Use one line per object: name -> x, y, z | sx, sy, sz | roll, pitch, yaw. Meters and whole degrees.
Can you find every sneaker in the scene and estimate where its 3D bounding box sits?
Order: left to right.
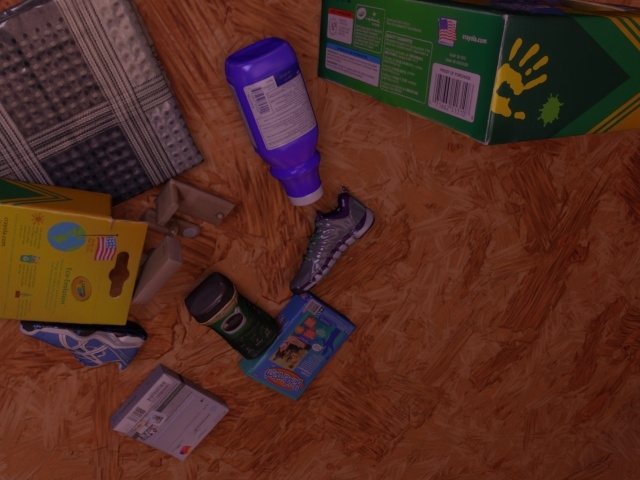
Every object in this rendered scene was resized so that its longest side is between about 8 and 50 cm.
sneaker -> -0.400, 0.172, 1.055 | 0.211, 0.080, 0.081 | 20, 100, -35
sneaker -> 0.000, 0.000, 1.221 | 0.098, 0.083, 0.224 | 44, 86, -15

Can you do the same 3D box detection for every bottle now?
bottle -> -0.063, -0.191, 1.058 | 0.118, 0.092, 0.283 | -30, 126, -13

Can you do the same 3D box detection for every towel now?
towel -> -0.368, -0.187, 0.916 | 0.312, 0.056, 0.324 | -28, 128, -12

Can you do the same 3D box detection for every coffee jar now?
coffee jar -> -0.167, 0.142, 1.178 | 0.096, 0.079, 0.184 | -42, 129, -1

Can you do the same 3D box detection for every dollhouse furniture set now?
dollhouse furniture set -> -0.222, 0.016, 1.027 | 0.123, 0.151, 0.144 | 21, 127, -37

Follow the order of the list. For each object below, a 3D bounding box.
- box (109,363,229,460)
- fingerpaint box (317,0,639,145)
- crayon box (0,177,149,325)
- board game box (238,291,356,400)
box -> -0.294, 0.343, 1.234 | 0.145, 0.038, 0.186 | -48, 127, 0
fingerpaint box -> 0.261, -0.298, 0.971 | 0.370, 0.445, 0.163 | -9, 118, -26
crayon box -> -0.432, 0.019, 0.916 | 0.318, 0.081, 0.202 | 9, 118, -25
board game box -> -0.046, 0.220, 1.310 | 0.210, 0.047, 0.160 | -50, 129, 1
